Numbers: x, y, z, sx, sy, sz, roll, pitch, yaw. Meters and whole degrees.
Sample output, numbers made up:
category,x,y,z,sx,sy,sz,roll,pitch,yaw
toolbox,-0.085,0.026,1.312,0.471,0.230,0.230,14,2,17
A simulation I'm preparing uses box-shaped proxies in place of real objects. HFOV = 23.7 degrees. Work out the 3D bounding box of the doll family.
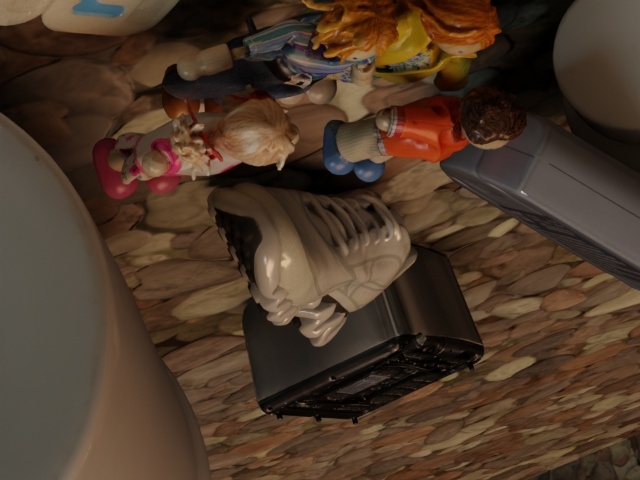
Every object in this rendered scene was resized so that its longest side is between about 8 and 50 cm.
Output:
category,x,y,z,sx,sy,sz,roll,pitch,yaw
doll family,0.002,-0.095,0.831,0.263,0.118,0.163,-8,178,-41

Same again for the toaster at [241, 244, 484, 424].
category,x,y,z,sx,sy,sz,roll,pitch,yaw
toaster,0.043,0.084,1.366,0.185,0.110,0.168,-28,159,27

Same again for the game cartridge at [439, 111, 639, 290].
category,x,y,z,sx,sy,sz,roll,pitch,yaw
game cartridge,0.175,-0.022,1.011,0.196,0.060,0.294,27,-178,-4

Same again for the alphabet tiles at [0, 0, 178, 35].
category,x,y,z,sx,sy,sz,roll,pitch,yaw
alphabet tiles,-0.066,-0.178,0.680,0.278,0.021,0.284,-1,155,-41

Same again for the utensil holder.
category,x,y,z,sx,sy,sz,roll,pitch,yaw
utensil holder,-0.242,0.120,0.886,0.327,0.328,0.385,-17,160,-5

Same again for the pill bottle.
category,x,y,z,sx,sy,sz,roll,pitch,yaw
pill bottle,0.233,-0.094,1.016,0.131,0.131,0.229,-24,160,17

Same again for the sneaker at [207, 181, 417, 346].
category,x,y,z,sx,sy,sz,roll,pitch,yaw
sneaker,0.000,0.000,1.128,0.118,0.110,0.292,-28,168,6
